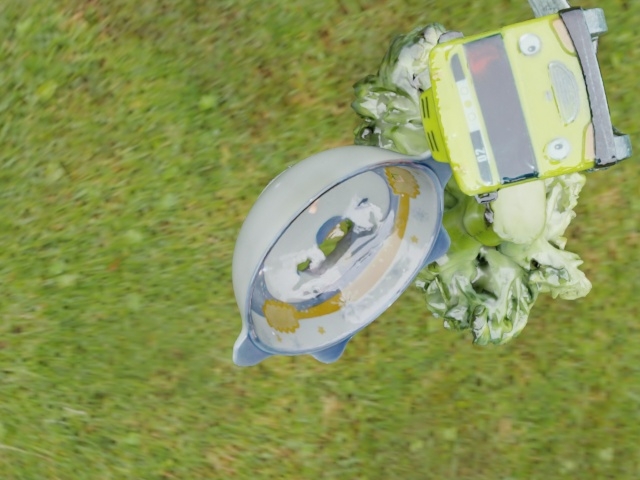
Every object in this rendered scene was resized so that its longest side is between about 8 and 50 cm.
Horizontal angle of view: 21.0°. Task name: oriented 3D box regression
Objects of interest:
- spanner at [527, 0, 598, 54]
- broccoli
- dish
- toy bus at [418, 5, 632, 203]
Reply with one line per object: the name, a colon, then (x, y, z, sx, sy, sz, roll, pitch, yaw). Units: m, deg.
spanner: (0.182, -0.294, 1.650, 0.017, 0.071, 0.302, -18, 79, -41)
broccoli: (0.155, -0.054, 1.624, 0.288, 0.245, 0.248, 43, 78, -20)
dish: (0.000, 0.000, 1.468, 0.236, 0.228, 0.086, -30, 54, -19)
toy bus: (0.159, -0.105, 1.356, 0.150, 0.262, 0.128, -13, 92, 8)
